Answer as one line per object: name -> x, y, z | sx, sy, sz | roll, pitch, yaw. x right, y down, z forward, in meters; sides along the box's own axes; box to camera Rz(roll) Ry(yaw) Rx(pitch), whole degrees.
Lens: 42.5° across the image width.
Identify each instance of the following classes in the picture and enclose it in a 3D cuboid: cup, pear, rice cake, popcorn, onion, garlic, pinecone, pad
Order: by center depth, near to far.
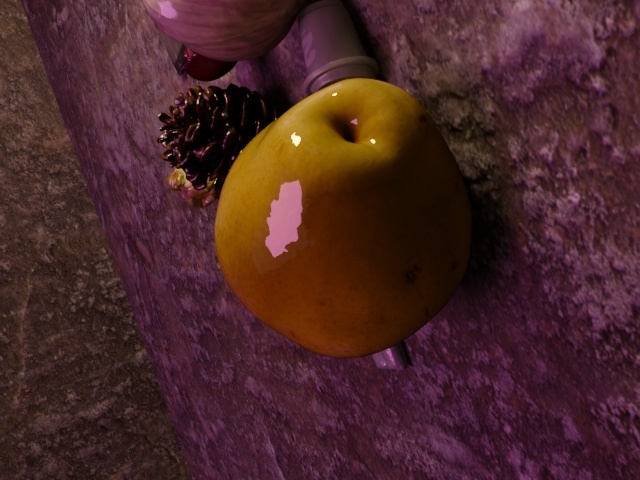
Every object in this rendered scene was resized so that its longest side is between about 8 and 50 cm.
pear -> 0.031, -0.021, 1.165 | 0.362, 0.362, 0.418 | 53, 156, 29
cup -> 0.022, -0.293, 1.269 | 0.120, 0.119, 0.141 | 140, 120, -63
garlic -> -0.133, -0.418, 1.279 | 0.317, 0.259, 0.318 | 4, -90, -90
rice cake -> 0.098, 0.134, 1.514 | 0.080, 0.042, 0.222 | -11, 98, 66
onion -> -0.209, -0.426, 1.554 | 0.248, 0.161, 0.248 | 27, 122, 55
pinecone -> -0.176, -0.190, 1.575 | 0.224, 0.272, 0.224 | -20, 62, 42
pad -> -0.339, -0.505, 1.907 | 0.174, 0.022, 0.233 | 63, 156, 9
popcorn -> -0.294, -0.149, 1.974 | 0.145, 0.126, 0.126 | 30, 165, 24
